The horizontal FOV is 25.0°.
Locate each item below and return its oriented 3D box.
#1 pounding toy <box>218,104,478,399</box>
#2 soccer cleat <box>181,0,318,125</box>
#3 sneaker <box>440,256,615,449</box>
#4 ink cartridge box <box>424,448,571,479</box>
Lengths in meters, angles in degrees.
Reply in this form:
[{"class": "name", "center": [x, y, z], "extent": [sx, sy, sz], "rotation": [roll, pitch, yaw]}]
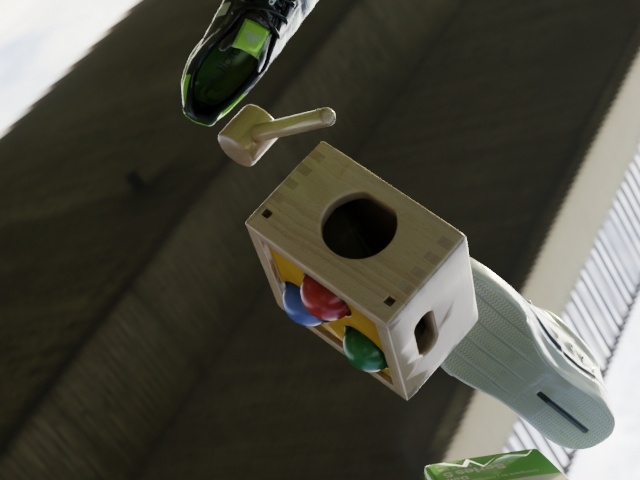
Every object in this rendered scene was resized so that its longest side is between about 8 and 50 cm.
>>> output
[{"class": "pounding toy", "center": [-0.006, -0.007, 0.987], "extent": [0.206, 0.181, 0.094], "rotation": [35, -108, 25]}, {"class": "soccer cleat", "center": [-0.032, -0.146, 0.894], "extent": [0.179, 0.060, 0.072], "rotation": [-56, -166, 24]}, {"class": "sneaker", "center": [0.163, 0.087, 1.277], "extent": [0.094, 0.258, 0.091], "rotation": [-34, -150, 19]}, {"class": "ink cartridge box", "center": [0.176, 0.311, 1.146], "extent": [0.114, 0.198, 0.273], "rotation": [-6, -166, -12]}]
